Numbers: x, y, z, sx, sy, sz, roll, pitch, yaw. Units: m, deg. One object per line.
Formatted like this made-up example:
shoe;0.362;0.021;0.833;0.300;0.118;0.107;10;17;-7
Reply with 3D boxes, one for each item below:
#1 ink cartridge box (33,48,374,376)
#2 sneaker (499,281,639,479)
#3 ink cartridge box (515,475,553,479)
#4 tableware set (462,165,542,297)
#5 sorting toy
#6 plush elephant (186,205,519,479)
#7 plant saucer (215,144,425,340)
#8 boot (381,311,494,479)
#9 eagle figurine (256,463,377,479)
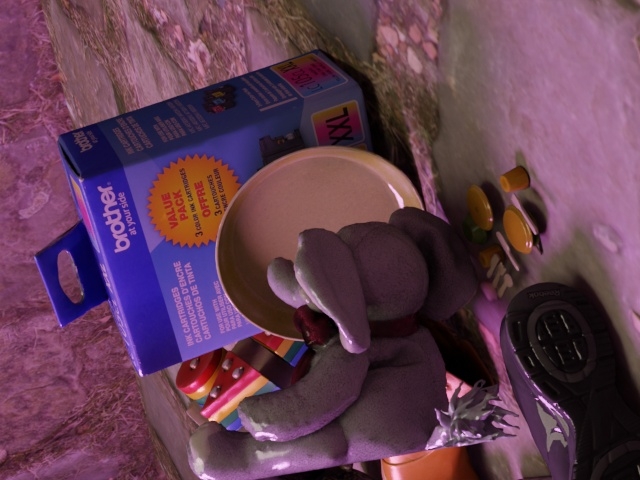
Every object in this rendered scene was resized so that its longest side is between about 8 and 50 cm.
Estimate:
ink cartridge box;-0.132;-0.023;1.449;0.151;0.396;0.270;-130;23;-60
sneaker;0.245;0.178;1.151;0.130;0.109;0.286;116;136;-79
ink cartridge box;0.252;0.357;1.345;0.190;0.082;0.139;67;161;6
tableware set;0.177;-0.017;1.206;0.154;0.024;0.104;101;145;-61
sorting toy;-0.098;0.169;1.806;0.089;0.255;0.257;40;172;-24
plush elephant;0.032;0.097;1.279;0.330;0.272;0.255;-16;79;37
plant saucer;0.000;0.000;1.389;0.037;0.241;0.241;-117;12;-62
boot;0.145;0.221;1.462;0.295;0.104;0.211;47;140;-1
eagle figurine;0.031;0.382;1.815;0.225;0.226;0.298;31;139;35
